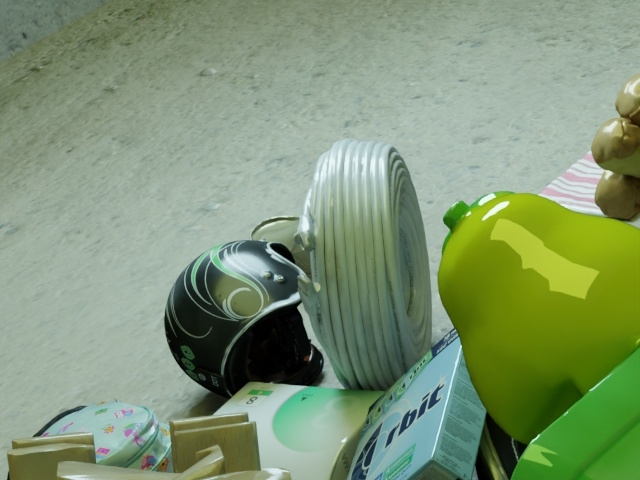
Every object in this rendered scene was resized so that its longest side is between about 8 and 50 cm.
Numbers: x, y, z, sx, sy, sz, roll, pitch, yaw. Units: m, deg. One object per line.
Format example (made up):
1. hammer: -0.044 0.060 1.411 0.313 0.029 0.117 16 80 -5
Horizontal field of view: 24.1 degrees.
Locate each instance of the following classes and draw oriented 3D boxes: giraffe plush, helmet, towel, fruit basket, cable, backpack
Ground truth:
1. giraffe plush: 0.408 -0.076 1.599 0.170 0.210 0.181 22 71 34
2. helmet: -0.081 0.080 1.570 0.169 0.169 0.161 -25 40 -19
3. towel: 0.356 -0.082 1.807 0.144 0.029 0.197 4 30 43
4. fruit basket: 0.231 0.129 1.055 0.392 0.283 0.392 -4 34 3
5. cable: 0.052 0.024 1.476 0.089 0.257 0.257 -6 43 13
6. backpack: -0.197 0.215 1.365 0.182 0.115 0.152 1 43 49

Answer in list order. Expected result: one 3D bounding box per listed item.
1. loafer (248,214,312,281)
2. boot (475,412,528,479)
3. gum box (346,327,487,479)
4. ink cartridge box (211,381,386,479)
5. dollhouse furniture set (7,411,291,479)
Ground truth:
1. loafer: 0.000 0.000 1.788 0.102 0.092 0.268 -30 25 -28
2. boot: 0.215 0.157 1.274 0.179 0.085 0.236 -12 24 4
3. gum box: 0.079 0.169 1.254 0.157 0.041 0.184 -48 11 37
4. ink cartridge box: -0.056 0.213 1.383 0.181 0.056 0.225 0 27 38
5. dollhouse furniture set: -0.205 0.292 1.071 0.394 0.256 0.362 -6 2 -9
